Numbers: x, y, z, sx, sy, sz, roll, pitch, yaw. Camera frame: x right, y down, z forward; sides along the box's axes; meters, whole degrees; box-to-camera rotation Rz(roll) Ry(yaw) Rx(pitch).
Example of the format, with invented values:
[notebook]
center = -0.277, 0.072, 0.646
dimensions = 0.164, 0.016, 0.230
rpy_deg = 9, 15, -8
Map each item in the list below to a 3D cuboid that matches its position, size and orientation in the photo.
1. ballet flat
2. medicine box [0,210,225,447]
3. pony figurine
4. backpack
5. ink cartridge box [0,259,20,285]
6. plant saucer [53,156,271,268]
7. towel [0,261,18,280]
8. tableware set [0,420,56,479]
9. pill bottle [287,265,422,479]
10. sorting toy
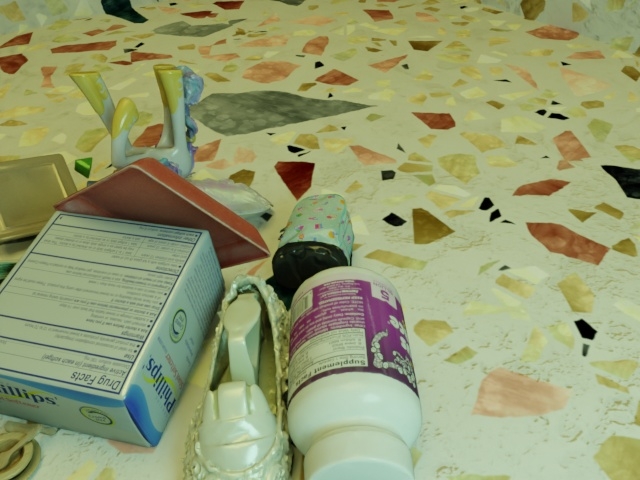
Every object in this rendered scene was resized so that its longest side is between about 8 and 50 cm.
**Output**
[ballet flat]
center = -0.112, 0.199, 0.817
dimensions = 0.147, 0.146, 0.408
rpy_deg = -3, 39, 0
[medicine box]
center = -0.319, 0.117, 0.886
dimensions = 0.264, 0.149, 0.289
rpy_deg = 8, 50, 13
[pony figurine]
center = -0.292, -0.140, 1.145
dimensions = 0.303, 0.363, 0.351
rpy_deg = 12, 24, 29
[backpack]
center = 0.000, 0.000, 1.080
dimensions = 0.152, 0.115, 0.182
rpy_deg = 4, 36, 12
[ink cartridge box]
center = -0.641, 0.116, 1.020
dimensions = 0.233, 0.066, 0.189
rpy_deg = -1, 38, -5
[plant saucer]
center = -0.244, -0.033, 0.952
dimensions = 0.259, 0.259, 0.047
rpy_deg = -14, 52, 43
[towel]
center = -0.616, 0.044, 0.932
dimensions = 0.325, 0.038, 0.248
rpy_deg = -1, -1, 9
[tableware set]
center = -0.470, 0.280, 0.807
dimensions = 0.194, 0.039, 0.128
rpy_deg = 5, 39, 10
[pill bottle]
center = 0.041, 0.187, 0.791
dimensions = 0.170, 0.169, 0.301
rpy_deg = -3, 38, 0
[sorting toy]
center = -0.593, -0.085, 1.233
dimensions = 0.348, 0.047, 0.196
rpy_deg = -16, 65, -35
